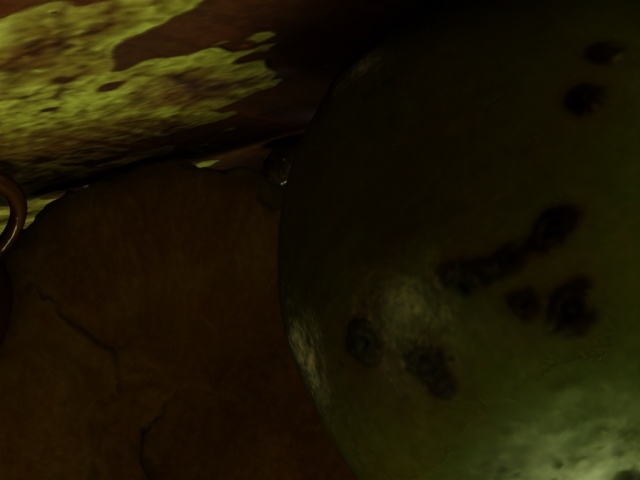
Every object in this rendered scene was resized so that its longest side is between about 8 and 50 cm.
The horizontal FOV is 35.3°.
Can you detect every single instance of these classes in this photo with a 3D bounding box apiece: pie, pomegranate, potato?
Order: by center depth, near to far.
[{"bbox_3d":[0.150,0.012,0.423,0.323,0.290,0.291,-18,176,40],"label":"pomegranate"},{"bbox_3d":[-0.067,0.100,0.573,0.339,0.339,0.083,-14,153,-7],"label":"pie"},{"bbox_3d":[-0.002,-0.051,0.697,0.083,0.040,0.051,-11,-179,-32],"label":"potato"}]

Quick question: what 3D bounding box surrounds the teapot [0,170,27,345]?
[{"bbox_3d":[-0.225,0.023,0.518,0.173,0.116,0.116,-42,173,7],"label":"teapot"}]
